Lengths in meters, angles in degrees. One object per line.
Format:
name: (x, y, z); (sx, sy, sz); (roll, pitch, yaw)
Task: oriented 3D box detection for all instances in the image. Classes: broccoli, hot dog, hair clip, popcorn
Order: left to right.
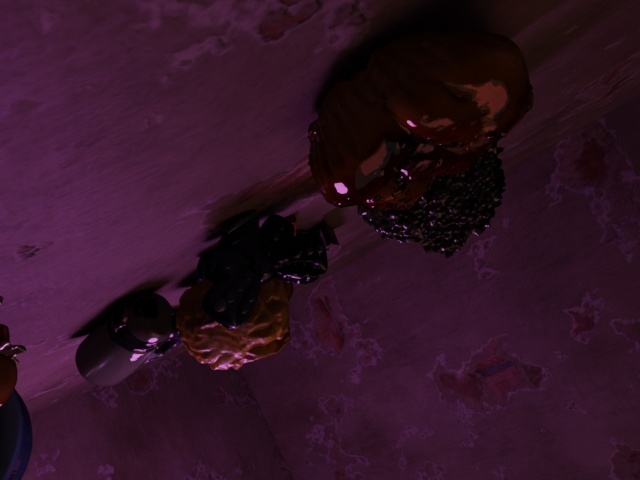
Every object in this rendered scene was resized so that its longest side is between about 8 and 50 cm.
popcorn: (-0.256, 0.208, 1.476); (0.349, 0.348, 0.381); (-28, -164, 4)
hair clip: (-0.147, 0.056, 1.122); (0.310, 0.206, 0.194); (-29, 177, -19)
hair clip: (0.002, 0.004, 1.629); (0.101, 0.085, 0.331); (-27, 173, 6)
hot dog: (0.158, -0.179, 0.759); (0.367, 0.196, 0.365); (-33, 166, 22)
broccoli: (0.238, -0.120, 1.115); (0.348, 0.293, 0.280); (-19, -148, -1)

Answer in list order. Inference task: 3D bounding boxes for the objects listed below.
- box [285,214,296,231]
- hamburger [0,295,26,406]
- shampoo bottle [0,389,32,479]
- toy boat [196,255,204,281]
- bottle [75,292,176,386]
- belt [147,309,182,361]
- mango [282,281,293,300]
box: (-0.112, -0.026, 1.328); (0.090, 0.023, 0.133); (-24, 170, -11)
hamburger: (-0.530, 0.172, 0.607); (0.275, 0.212, 0.274); (-27, 171, -4)
shampoo bottle: (-0.699, 0.369, 0.843); (0.331, 0.331, 0.343); (-21, 168, -35)
toy boat: (-0.219, 0.065, 1.249); (0.215, 0.102, 0.088); (-17, 168, -36)
bottle: (-0.531, 0.268, 1.334); (0.347, 0.168, 0.168); (-39, 167, 32)
belt: (-0.599, 0.355, 1.740); (0.260, 0.122, 0.325); (-31, 171, -8)
mango: (-0.230, 0.232, 2.064); (0.249, 0.151, 0.156); (-35, 130, 0)
